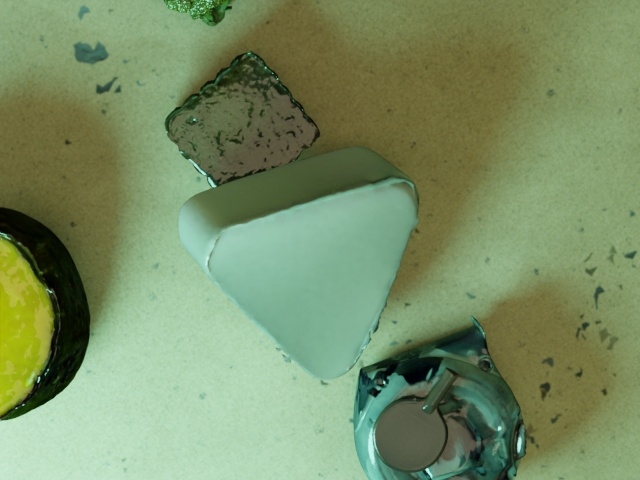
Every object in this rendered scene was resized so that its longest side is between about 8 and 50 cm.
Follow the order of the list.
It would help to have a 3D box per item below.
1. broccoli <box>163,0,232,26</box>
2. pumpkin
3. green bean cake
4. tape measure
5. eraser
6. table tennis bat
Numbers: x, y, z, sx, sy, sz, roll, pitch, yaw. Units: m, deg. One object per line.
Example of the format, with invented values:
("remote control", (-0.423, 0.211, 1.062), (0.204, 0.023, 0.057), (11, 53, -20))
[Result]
("broccoli", (-0.167, -0.368, 1.736), (0.131, 0.130, 0.120), (-46, 144, -23))
("pumpkin", (-0.460, 0.102, 1.718), (0.256, 0.225, 0.303), (5, 98, -2))
("green bean cake", (-0.116, -0.166, 1.770), (0.181, 0.094, 0.173), (-42, 99, 2))
("tape measure", (0.176, 0.282, 1.824), (0.256, 0.147, 0.275), (-21, 97, 0))
("eraser", (0.000, 0.000, 1.727), (0.331, 0.150, 0.331), (-10, 118, -19))
("table tennis bat", (0.143, 0.264, 1.693), (0.107, 0.119, 0.170), (32, 96, -1))
